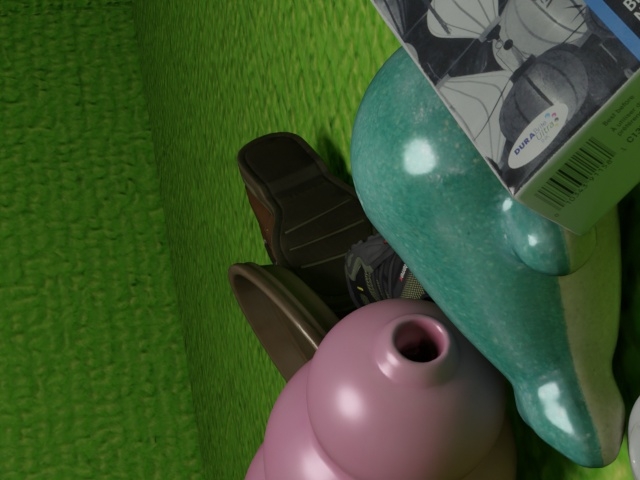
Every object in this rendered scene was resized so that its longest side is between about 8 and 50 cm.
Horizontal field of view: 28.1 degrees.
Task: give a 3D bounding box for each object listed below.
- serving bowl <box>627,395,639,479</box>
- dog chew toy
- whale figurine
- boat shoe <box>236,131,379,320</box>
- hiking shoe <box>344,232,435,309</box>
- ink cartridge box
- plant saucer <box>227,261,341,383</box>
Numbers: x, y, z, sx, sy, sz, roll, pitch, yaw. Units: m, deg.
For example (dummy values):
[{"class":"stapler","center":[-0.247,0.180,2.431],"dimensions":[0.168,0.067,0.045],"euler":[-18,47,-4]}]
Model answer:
[{"class":"serving bowl","center":[0.189,0.117,0.700],"dimensions":[0.083,0.027,0.083],"euler":[176,90,-76]},{"class":"dog chew toy","center":[0.048,0.163,0.911],"dimensions":[0.332,0.206,0.206],"euler":[99,161,-51]},{"class":"whale figurine","center":[0.101,0.004,0.760],"dimensions":[0.216,0.141,0.272],"euler":[-118,15,-86]},{"class":"boat shoe","center":[0.000,0.000,1.319],"dimensions":[0.307,0.111,0.104],"euler":[-114,8,-53]},{"class":"hiking shoe","center":[0.075,0.047,1.025],"dimensions":[0.227,0.086,0.114],"euler":[125,141,-69]},{"class":"ink cartridge box","center":[0.096,-0.170,0.655],"dimensions":[0.165,0.065,0.332],"euler":[-49,43,20]},{"class":"plant saucer","center":[0.007,0.128,1.210],"dimensions":[0.278,0.041,0.278],"euler":[50,166,17]}]
